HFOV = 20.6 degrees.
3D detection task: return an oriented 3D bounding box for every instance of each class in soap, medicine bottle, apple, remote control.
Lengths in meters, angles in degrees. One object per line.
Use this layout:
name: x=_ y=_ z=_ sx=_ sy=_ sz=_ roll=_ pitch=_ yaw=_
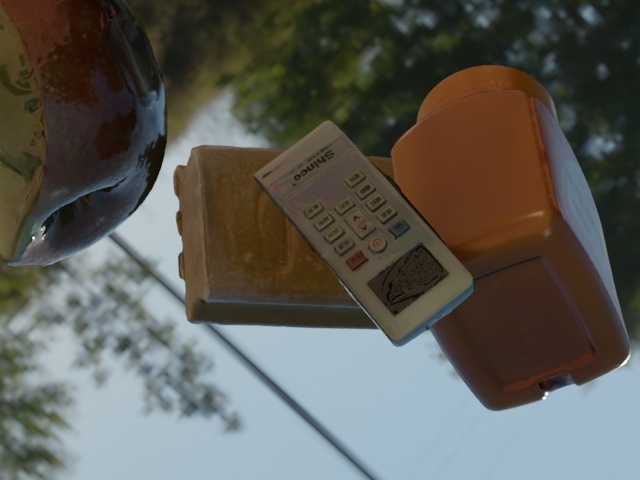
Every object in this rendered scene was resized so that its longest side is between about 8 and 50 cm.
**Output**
soap: x=0.000 y=0.000 z=1.463 sx=0.073 sy=0.232 sz=0.140 roll=137 pitch=-48 yaw=-59
medicine bottle: x=0.122 y=-0.015 z=1.174 sx=0.112 sy=0.149 sz=0.222 roll=-22 pitch=-143 yaw=15
apple: x=-0.192 y=-0.096 z=1.248 sx=0.173 sy=0.188 sz=0.207 roll=-33 pitch=170 yaw=-23
remote control: x=0.026 y=-0.007 z=1.067 sx=0.065 sy=0.166 sz=0.029 roll=-37 pitch=145 yaw=-5
